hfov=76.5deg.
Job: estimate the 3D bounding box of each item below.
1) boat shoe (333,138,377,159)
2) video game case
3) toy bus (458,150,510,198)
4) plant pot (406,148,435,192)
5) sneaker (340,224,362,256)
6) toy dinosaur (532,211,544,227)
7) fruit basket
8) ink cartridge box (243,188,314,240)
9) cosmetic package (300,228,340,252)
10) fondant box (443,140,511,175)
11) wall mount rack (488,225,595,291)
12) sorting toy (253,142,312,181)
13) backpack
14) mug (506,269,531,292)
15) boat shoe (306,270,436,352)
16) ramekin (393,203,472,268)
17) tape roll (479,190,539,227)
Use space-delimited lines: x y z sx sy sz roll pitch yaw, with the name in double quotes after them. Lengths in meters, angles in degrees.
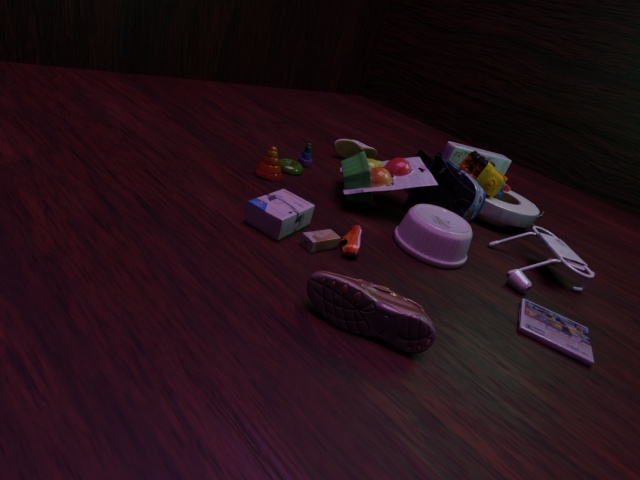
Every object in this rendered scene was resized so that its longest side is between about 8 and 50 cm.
0.170 -0.485 2.157 0.277 0.098 0.096 7 29 -37 "boat shoe"
0.691 0.264 1.202 0.201 0.023 0.183 26 30 17 "video game case"
0.746 -0.285 1.835 0.211 0.149 0.220 26 24 -14 "toy bus"
0.523 -0.292 1.936 0.167 0.188 0.187 20 25 -26 "plant pot"
0.099 -0.007 1.313 0.067 0.064 0.175 9 26 5 "sneaker"
1.037 -0.129 2.039 0.118 0.064 0.268 -10 37 -17 "toy dinosaur"
0.261 -0.255 1.650 0.353 0.165 0.327 -2 30 0 "fruit basket"
-0.130 -0.087 1.308 0.139 0.082 0.190 29 32 20 "ink cartridge box"
0.000 0.000 1.265 0.115 0.041 0.060 -10 39 -40 "cosmetic package"
0.772 -0.353 2.098 0.330 0.238 0.096 10 30 -14 "fondant box"
0.834 0.064 1.534 0.304 0.130 0.350 17 28 -8 "wall mount rack"
-0.136 -0.355 1.726 0.127 0.126 0.365 29 31 20 "sorting toy"
0.529 -0.176 1.669 0.213 0.276 0.263 11 30 -39 "backpack"
0.681 0.142 1.374 0.078 0.062 0.064 -10 46 -30 "mug"
0.120 0.161 0.988 0.324 0.123 0.116 27 22 4 "boat shoe"
0.410 -0.026 1.446 0.273 0.127 0.273 14 29 -8 "ramekin"
0.832 -0.187 1.923 0.392 0.072 0.392 14 28 -8 "tape roll"
